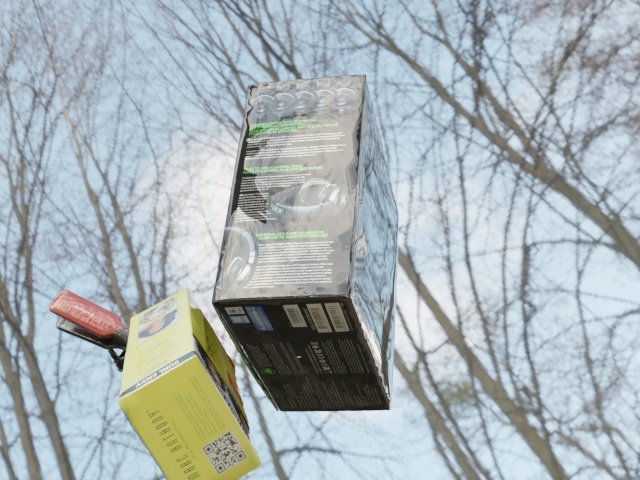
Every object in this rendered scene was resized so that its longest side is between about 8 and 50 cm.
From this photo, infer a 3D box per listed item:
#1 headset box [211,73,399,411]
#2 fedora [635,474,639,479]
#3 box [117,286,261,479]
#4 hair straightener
[{"bbox_3d":[0.000,0.000,0.992,0.131,0.283,0.246,-3,-34,13],"label":"headset box"},{"bbox_3d":[0.384,0.273,0.819,0.334,0.334,0.152,16,-107,-39],"label":"fedora"},{"bbox_3d":[-0.095,0.101,0.676,0.058,0.232,0.087,-30,-80,-5],"label":"box"},{"bbox_3d":[-0.251,0.140,1.263,0.089,0.230,0.047,92,-159,-50],"label":"hair straightener"}]
